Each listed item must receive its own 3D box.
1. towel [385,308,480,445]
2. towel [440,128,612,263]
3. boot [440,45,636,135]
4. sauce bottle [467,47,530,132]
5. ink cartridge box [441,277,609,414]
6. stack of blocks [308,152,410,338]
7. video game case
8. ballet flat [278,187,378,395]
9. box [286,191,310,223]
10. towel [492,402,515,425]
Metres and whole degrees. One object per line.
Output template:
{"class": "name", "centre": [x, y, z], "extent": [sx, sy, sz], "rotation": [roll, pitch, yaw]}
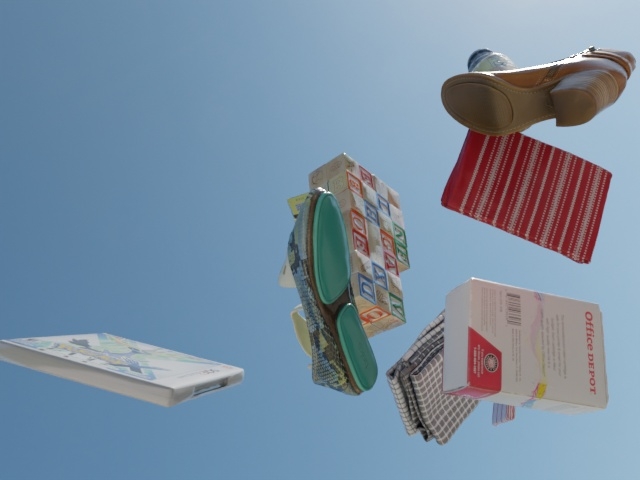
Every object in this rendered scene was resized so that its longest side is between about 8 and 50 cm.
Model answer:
{"class": "towel", "centre": [0.301, 0.322, 1.523], "extent": [0.283, 0.121, 0.235], "rotation": [-39, -56, -30]}
{"class": "towel", "centre": [0.365, -0.091, 1.117], "extent": [0.031, 0.274, 0.199], "rotation": [109, -177, -70]}
{"class": "boot", "centre": [0.371, -0.271, 1.076], "extent": [0.220, 0.283, 0.109], "rotation": [-39, -58, -38]}
{"class": "sauce bottle", "centre": [0.358, -0.323, 1.301], "extent": [0.111, 0.344, 0.111], "rotation": [1, -59, 2]}
{"class": "ink cartridge box", "centre": [0.416, 0.224, 1.307], "extent": [0.306, 0.131, 0.226], "rotation": [13, -114, -13]}
{"class": "stack of blocks", "centre": [0.074, 0.014, 1.112], "extent": [0.087, 0.297, 0.171], "rotation": [-29, -42, 31]}
{"class": "video game case", "centre": [-0.341, 0.221, 1.134], "extent": [0.300, 0.328, 0.036], "rotation": [22, -101, -74]}
{"class": "ballet flat", "centre": [-0.003, 0.049, 0.536], "extent": [0.070, 0.070, 0.189], "rotation": [-21, -72, -26]}
{"class": "box", "centre": [0.000, 0.000, 1.338], "extent": [0.087, 0.058, 0.232], "rotation": [-18, -46, -4]}
{"class": "towel", "centre": [0.518, 0.441, 1.771], "extent": [0.197, 0.029, 0.144], "rotation": [86, -164, -69]}
